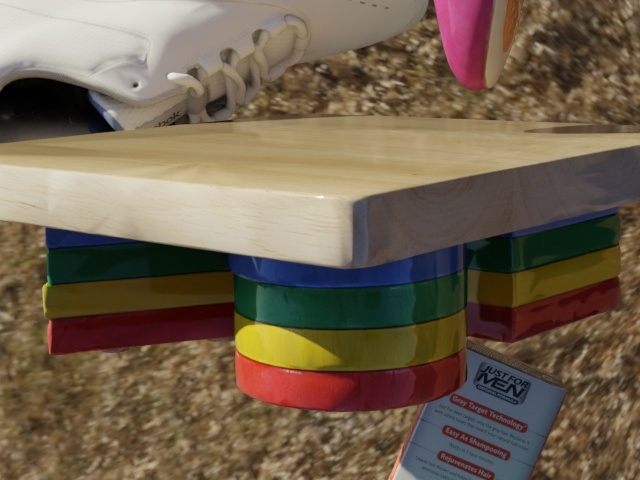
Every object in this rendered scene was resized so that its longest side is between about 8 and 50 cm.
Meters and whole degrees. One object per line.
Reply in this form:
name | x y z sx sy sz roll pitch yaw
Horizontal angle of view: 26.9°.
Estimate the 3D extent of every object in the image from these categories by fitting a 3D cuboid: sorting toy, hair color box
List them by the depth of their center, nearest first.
sorting toy | 0.000 0.000 0.589 0.257 0.255 0.089 7 103 41
hair color box | 0.079 0.131 0.756 0.072 0.043 0.141 23 96 4

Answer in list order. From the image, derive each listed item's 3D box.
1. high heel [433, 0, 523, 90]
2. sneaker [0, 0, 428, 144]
high heel | 0.037 -0.188 0.617 0.117 0.082 0.244 0 89 14
sneaker | -0.077 -0.104 0.754 0.297 0.111 0.129 -13 52 -7
